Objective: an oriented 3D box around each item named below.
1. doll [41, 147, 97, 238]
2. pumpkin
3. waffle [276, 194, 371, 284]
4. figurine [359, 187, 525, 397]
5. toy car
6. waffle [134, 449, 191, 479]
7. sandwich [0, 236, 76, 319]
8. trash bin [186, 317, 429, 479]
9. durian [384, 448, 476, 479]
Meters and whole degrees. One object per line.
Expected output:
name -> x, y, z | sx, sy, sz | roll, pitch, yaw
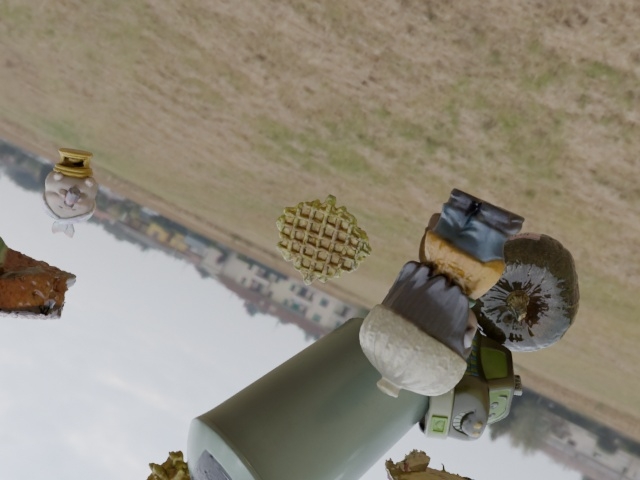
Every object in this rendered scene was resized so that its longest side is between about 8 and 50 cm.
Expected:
doll -> -0.348, -0.062, 1.013 | 0.073, 0.127, 0.084 | 6, -169, -26
pumpkin -> 0.417, 0.115, 1.521 | 0.260, 0.260, 0.189 | 26, -155, 13
waffle -> 0.000, 0.000, 1.929 | 0.237, 0.244, 0.058 | 61, -160, -19
figurine -> 0.179, 0.086, 1.139 | 0.205, 0.332, 0.185 | -7, -151, -44
toy car -> 0.300, 0.281, 1.444 | 0.198, 0.204, 0.247 | 6, -146, 6
waffle -> -0.297, 0.561, 1.476 | 0.069, 0.292, 0.260 | 19, 180, 43
sandwich -> -0.604, 0.070, 1.342 | 0.301, 0.161, 0.251 | 4, 169, -40
trash bin -> -0.033, 0.356, 1.337 | 0.280, 0.432, 0.280 | 39, 148, 31
durian -> 0.094, 0.231, 0.608 | 0.140, 0.078, 0.224 | 24, 175, 33
